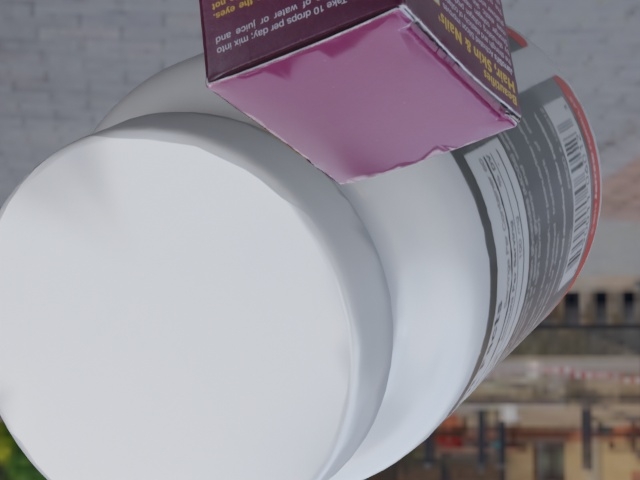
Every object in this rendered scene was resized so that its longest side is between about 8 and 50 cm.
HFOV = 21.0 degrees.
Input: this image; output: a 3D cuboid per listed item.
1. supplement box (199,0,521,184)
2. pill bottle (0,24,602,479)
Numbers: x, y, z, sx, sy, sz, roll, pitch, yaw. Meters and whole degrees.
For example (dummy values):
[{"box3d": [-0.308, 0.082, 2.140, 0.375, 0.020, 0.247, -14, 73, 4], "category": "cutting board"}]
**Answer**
[{"box3d": [0.005, -0.062, 0.343, 0.043, 0.083, 0.055, -19, 152, 23], "category": "supplement box"}, {"box3d": [0.000, 0.000, 0.846, 0.210, 0.210, 0.363, -3, -169, 23], "category": "pill bottle"}]
